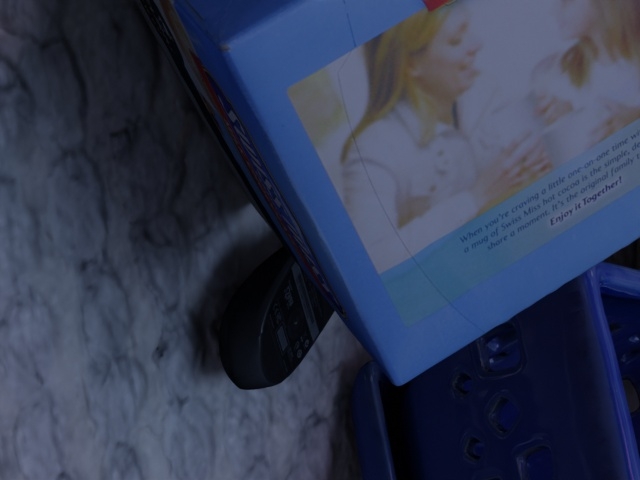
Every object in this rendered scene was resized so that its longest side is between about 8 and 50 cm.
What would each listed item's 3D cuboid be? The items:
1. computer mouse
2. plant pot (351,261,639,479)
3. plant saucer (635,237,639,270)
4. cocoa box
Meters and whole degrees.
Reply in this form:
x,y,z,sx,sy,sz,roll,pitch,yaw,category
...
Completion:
x,y,z,sx,sy,sz,roll,pitch,yaw,category
0.000,0.000,1.128,0.242,0.041,0.071,-53,141,-41,computer mouse
0.159,0.162,1.167,0.236,0.212,0.236,14,60,-51,plant pot
0.312,0.059,1.344,0.084,0.332,0.332,-6,103,-11,plant saucer
0.100,-0.140,0.957,0.347,0.228,0.231,-31,126,-6,cocoa box
